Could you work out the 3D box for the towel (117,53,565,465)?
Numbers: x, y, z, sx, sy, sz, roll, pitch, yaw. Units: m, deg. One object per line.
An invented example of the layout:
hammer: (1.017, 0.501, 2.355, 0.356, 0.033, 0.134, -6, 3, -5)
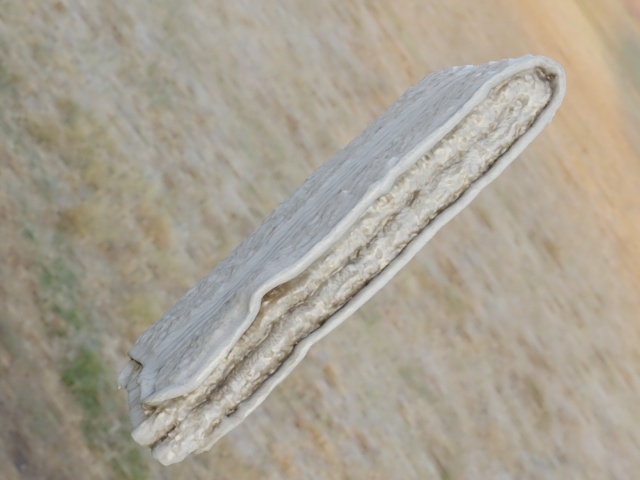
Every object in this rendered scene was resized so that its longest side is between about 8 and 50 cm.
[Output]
towel: (0.000, 0.000, 0.787, 0.049, 0.282, 0.187, 47, -4, -11)
